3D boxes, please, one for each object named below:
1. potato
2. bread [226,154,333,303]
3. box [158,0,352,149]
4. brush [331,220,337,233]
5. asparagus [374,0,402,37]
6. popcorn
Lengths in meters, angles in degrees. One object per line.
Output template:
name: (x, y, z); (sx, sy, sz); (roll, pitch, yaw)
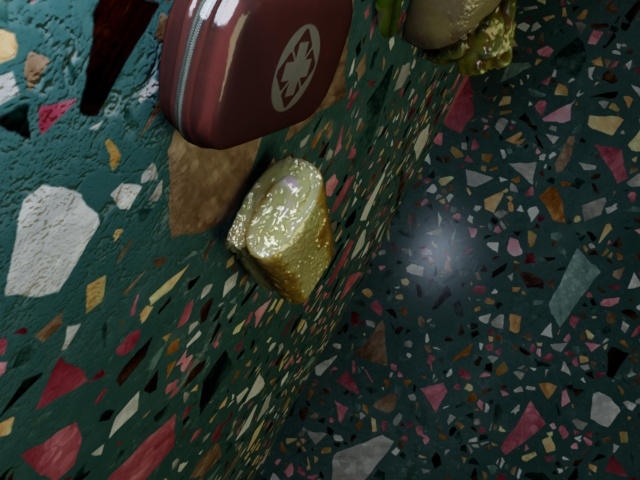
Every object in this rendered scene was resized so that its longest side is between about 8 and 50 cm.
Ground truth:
potato: (0.361, -0.650, 1.529); (0.264, 0.211, 0.189); (-59, 168, 5)
bread: (-0.071, -0.016, 1.262); (0.237, 0.165, 0.375); (-61, 165, -14)
box: (-0.078, -0.277, 0.840); (0.404, 0.108, 0.263); (-39, 154, -57)
brush: (0.000, 0.000, 1.814); (0.321, 0.050, 0.060); (-34, 146, -64)
asparagus: (0.159, -0.566, 1.242); (0.278, 0.067, 0.060); (97, -2, -65)
popcorn: (0.512, -0.695, 1.840); (0.325, 0.290, 0.321); (-4, 126, -52)
